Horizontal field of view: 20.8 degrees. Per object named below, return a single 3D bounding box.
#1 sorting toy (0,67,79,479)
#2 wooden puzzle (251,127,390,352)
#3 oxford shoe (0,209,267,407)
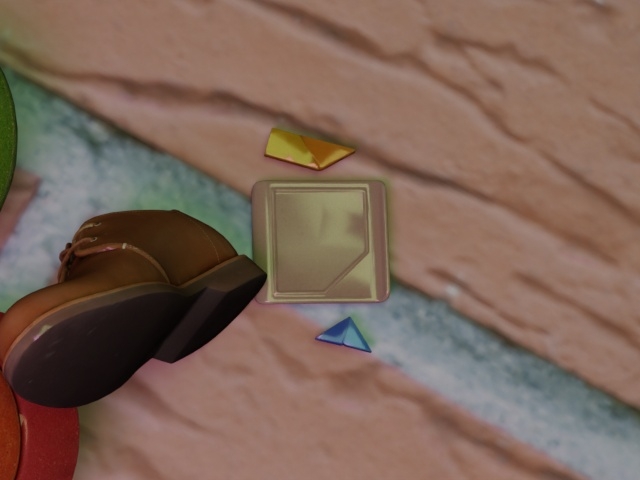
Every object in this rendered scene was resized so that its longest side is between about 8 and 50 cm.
[{"bbox_3d":[-0.225,-0.026,0.824,0.127,0.126,0.366,-19,79,29],"label":"sorting toy"},{"bbox_3d":[0.000,0.000,0.931,0.078,0.014,0.116,6,77,-2],"label":"wooden puzzle"},{"bbox_3d":[-0.103,0.025,0.828,0.076,0.212,0.076,45,108,9],"label":"oxford shoe"}]
